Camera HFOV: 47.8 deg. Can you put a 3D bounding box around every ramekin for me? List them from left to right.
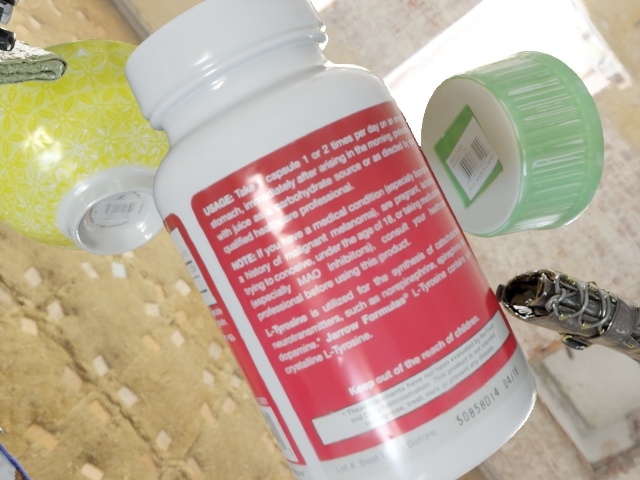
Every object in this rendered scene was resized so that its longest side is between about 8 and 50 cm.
[{"bbox_3d":[0.296,-0.150,1.189,0.148,0.303,0.303,-15,-115,-25],"label":"ramekin"}]

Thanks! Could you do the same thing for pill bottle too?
[{"bbox_3d":[0.000,0.000,0.631,0.408,0.229,0.229,63,-159,-2],"label":"pill bottle"}]

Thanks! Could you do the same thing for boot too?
[{"bbox_3d":[0.294,0.086,0.636,0.229,0.091,0.263,21,171,-11],"label":"boot"}]

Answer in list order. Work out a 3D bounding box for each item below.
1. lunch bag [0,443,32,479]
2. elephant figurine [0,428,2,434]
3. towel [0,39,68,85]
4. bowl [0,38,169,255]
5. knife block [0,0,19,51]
[{"bbox_3d":[-0.416,0.337,0.619,0.239,0.385,0.328,18,138,49],"label":"lunch bag"},{"bbox_3d":[-0.800,0.423,1.455,0.239,0.186,0.169,26,-115,-24],"label":"elephant figurine"},{"bbox_3d":[-0.325,-0.166,0.669,0.110,0.027,0.148,24,-151,27],"label":"towel"},{"bbox_3d":[-0.263,-0.076,0.870,0.289,0.289,0.156,21,-148,-55],"label":"bowl"},{"bbox_3d":[-0.376,-0.227,0.580,0.242,0.275,0.088,59,162,15],"label":"knife block"}]
